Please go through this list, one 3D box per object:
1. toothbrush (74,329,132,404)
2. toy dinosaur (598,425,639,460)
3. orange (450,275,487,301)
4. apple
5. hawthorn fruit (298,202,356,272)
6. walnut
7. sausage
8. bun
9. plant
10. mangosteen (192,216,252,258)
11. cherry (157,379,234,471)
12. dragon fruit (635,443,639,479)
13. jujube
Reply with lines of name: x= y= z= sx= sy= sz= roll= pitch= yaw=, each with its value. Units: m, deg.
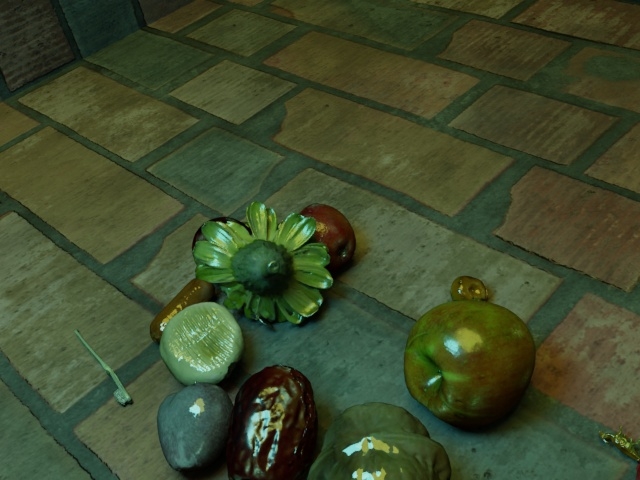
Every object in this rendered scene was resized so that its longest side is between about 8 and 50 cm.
toothbrush: x=-0.503 y=0.284 z=1.625 sx=0.028 sy=0.026 sz=0.294 roll=-32 pitch=44 yaw=-20
toy dinosaur: x=0.559 y=0.371 z=1.276 sx=0.113 sy=0.026 sz=0.041 roll=30 pitch=58 yaw=34
orange: x=0.329 y=0.117 z=1.587 sx=0.086 sy=0.062 sz=0.086 roll=10 pitch=65 yaw=-22
apple: x=0.295 y=0.234 z=1.377 sx=0.226 sy=0.246 sz=0.246 roll=-11 pitch=37 yaw=-28
hawthorn fruit: x=0.000 y=0.000 z=1.727 sx=0.173 sy=0.172 sz=0.172 roll=-7 pitch=41 yaw=6
walnut: x=0.101 y=0.400 z=1.202 sx=0.248 sy=0.248 sz=0.248 roll=-7 pitch=41 yaw=6
sausage: x=-0.328 y=0.166 z=1.679 sx=0.076 sy=0.076 sz=0.197 roll=18 pitch=49 yaw=30
bun: x=-0.250 y=0.240 z=1.543 sx=0.178 sy=0.128 sz=0.193 roll=-34 pitch=57 yaw=-23
plant: x=-0.119 y=0.086 z=1.574 sx=0.306 sy=0.261 sz=0.297 roll=-8 pitch=31 yaw=-13
mangosteen: x=-0.218 y=0.021 z=1.758 sx=0.200 sy=0.199 sz=0.199 roll=-7 pitch=41 yaw=6
cherry: x=-0.241 y=0.361 z=1.383 sx=0.176 sy=0.140 sz=0.176 roll=-17 pitch=64 yaw=39
dragon fruit: x=0.580 y=0.397 z=1.167 sx=0.133 sy=0.150 sz=0.207 roll=-25 pitch=24 yaw=37
jujube: x=-0.093 y=0.355 z=1.333 sx=0.183 sy=0.183 sz=0.243 roll=5 pitch=49 yaw=18
